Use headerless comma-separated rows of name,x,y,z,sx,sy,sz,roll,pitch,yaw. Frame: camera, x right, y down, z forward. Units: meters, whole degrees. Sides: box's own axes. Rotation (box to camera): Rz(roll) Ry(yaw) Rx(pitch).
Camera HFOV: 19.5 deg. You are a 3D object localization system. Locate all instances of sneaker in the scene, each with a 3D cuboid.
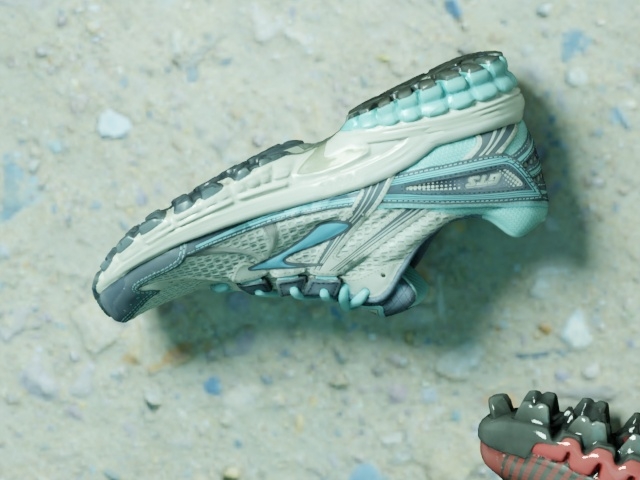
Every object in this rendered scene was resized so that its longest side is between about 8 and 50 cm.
sneaker,0.000,0.000,1.084,0.283,0.110,0.122,-25,95,15
sneaker,0.206,0.184,1.065,0.276,0.097,0.135,25,100,7
